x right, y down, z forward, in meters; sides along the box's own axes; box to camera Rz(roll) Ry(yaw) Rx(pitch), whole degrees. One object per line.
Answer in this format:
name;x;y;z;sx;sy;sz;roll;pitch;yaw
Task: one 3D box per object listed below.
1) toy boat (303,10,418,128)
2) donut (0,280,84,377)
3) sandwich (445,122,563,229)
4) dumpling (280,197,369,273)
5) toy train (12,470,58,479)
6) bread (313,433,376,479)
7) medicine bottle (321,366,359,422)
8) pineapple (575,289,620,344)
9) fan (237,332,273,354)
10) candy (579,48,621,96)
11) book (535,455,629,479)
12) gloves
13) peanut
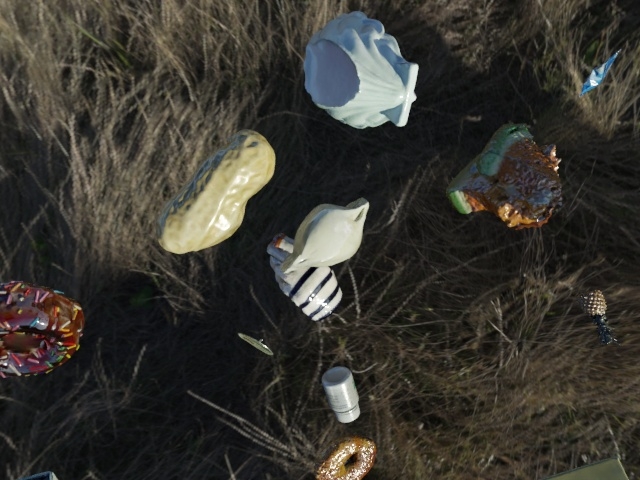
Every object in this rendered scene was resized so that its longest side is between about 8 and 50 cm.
toy boat;0.047;-0.292;1.032;0.290;0.100;0.199;36;129;45
donut;-0.582;0.183;1.141;0.235;0.235;0.089;-30;48;12
sandwich;0.411;-0.147;1.291;0.250;0.162;0.301;-40;29;4
dumpling;0.000;0.000;1.309;0.131;0.179;0.252;50;64;-13
toy train;-0.453;0.581;0.927;0.086;0.088;0.407;-10;48;-15
bread;0.069;0.614;1.624;0.193;0.193;0.064;-49;39;5
medicine bottle;0.056;0.400;1.524;0.080;0.080;0.130;-10;114;17
pineapple;0.590;0.167;1.254;0.058;0.058;0.124;-18;80;15
fan;-0.098;0.146;0.857;0.060;0.080;0.003;22;67;22
candy;0.778;-0.464;1.638;0.088;0.136;0.038;-34;71;-28
book;0.277;0.344;0.610;0.168;0.013;0.192;-15;62;-2
gloves;-0.042;0.080;1.426;0.140;0.131;0.219;-35;111;3
peanut;-0.216;-0.094;1.235;0.152;0.152;0.313;41;94;20
